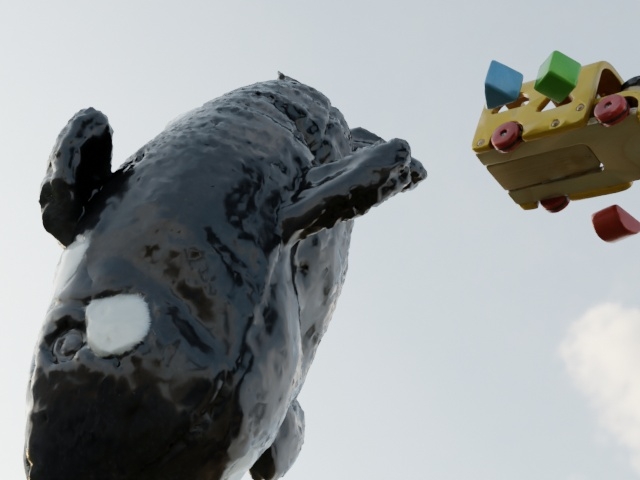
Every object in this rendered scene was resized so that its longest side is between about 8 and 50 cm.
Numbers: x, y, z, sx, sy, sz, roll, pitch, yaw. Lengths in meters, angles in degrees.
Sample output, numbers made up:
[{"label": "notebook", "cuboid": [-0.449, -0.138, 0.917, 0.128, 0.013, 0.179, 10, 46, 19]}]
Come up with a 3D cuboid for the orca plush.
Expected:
[{"label": "orca plush", "cuboid": [0.000, 0.000, 0.439, 0.102, 0.287, 0.151, -19, -84, 26]}]

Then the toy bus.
[{"label": "toy bus", "cuboid": [0.233, -0.101, 1.013, 0.202, 0.104, 0.191, 18, -32, 4]}]
